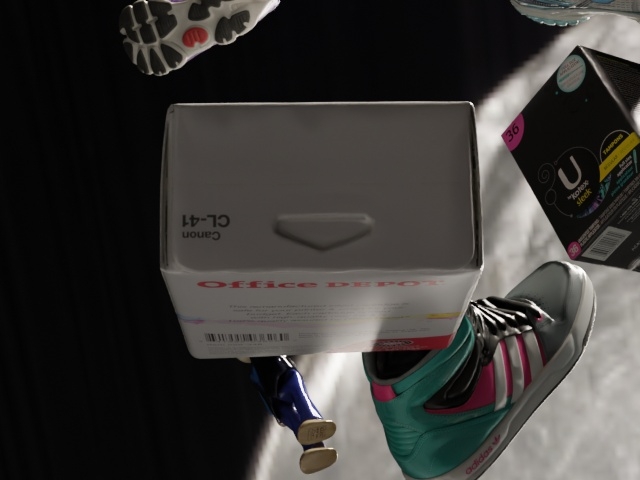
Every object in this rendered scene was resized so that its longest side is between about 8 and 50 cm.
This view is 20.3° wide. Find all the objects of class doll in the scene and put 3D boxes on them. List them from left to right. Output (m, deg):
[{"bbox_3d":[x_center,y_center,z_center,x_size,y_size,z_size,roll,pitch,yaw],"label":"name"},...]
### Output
[{"bbox_3d":[-0.039,0.145,1.797,0.046,0.129,0.189,-16,37,-18],"label":"doll"}]

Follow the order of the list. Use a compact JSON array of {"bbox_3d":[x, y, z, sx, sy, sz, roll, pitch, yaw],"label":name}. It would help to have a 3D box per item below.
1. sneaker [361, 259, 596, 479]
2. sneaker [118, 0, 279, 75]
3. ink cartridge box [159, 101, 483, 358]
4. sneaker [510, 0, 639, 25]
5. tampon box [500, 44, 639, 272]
[{"bbox_3d":[0.139,0.078,1.679,0.124,0.178,0.295,1,41,45],"label":"sneaker"},{"bbox_3d":[-0.105,-0.190,1.570,0.170,0.068,0.071,-9,11,36],"label":"sneaker"},{"bbox_3d":[0.000,0.000,1.363,0.226,0.131,0.306,-1,-16,-2],"label":"ink cartridge box"},{"bbox_3d":[0.282,-0.263,1.699,0.283,0.110,0.122,-4,-16,37],"label":"sneaker"},{"bbox_3d":[0.260,-0.072,1.598,0.101,0.120,0.161,10,41,-39],"label":"tampon box"}]
